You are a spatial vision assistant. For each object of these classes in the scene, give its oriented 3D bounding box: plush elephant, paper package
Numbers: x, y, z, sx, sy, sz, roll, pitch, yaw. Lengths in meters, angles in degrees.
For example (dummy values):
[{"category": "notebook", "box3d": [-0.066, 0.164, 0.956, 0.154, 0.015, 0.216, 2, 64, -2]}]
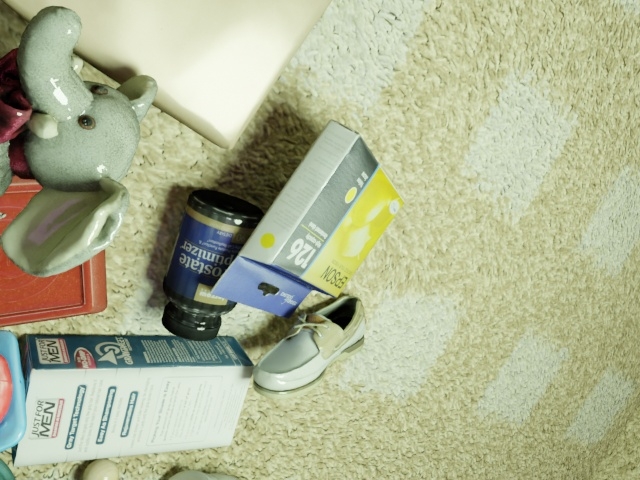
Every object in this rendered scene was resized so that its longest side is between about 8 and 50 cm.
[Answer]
[{"category": "plush elephant", "box3d": [-0.290, -0.113, 0.535, 0.256, 0.271, 0.330, -10, 143, -4]}, {"category": "paper package", "box3d": [-0.171, -0.328, 0.707, 0.325, 0.168, 0.309, 32, 94, -38]}]

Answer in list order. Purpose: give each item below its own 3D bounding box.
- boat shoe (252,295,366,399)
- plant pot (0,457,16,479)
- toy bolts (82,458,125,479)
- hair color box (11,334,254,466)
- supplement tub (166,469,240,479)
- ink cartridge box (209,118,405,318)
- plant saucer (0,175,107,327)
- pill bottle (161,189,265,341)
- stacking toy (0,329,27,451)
[{"category": "boat shoe", "box3d": [-0.016, 0.180, 1.046, 0.302, 0.113, 0.103, -23, 124, -57]}, {"category": "plant pot", "box3d": [-0.577, 0.496, 0.762, 0.341, 0.334, 0.340, -13, 118, -25]}, {"category": "toy bolts", "box3d": [-0.428, 0.471, 0.943, 0.219, 0.228, 0.158, -10, 92, -3]}, {"category": "hair color box", "box3d": [-0.301, 0.251, 0.950, 0.348, 0.105, 0.173, 7, 109, -34]}, {"category": "supplement tub", "box3d": [-0.171, 0.588, 1.116, 0.228, 0.228, 0.316, -46, 128, -4]}, {"category": "ink cartridge box", "box3d": [0.000, 0.000, 0.948, 0.307, 0.072, 0.304, -57, 156, -1]}, {"category": "plant saucer", "box3d": [-0.427, 0.014, 0.796, 0.259, 0.048, 0.258, -6, 115, -29]}, {"category": "pill bottle", "box3d": [-0.175, 0.041, 0.912, 0.123, 0.123, 0.219, 10, 107, -34]}, {"category": "stacking toy", "box3d": [-0.489, 0.159, 0.670, 0.166, 0.175, 0.301, -18, 154, -8]}]
